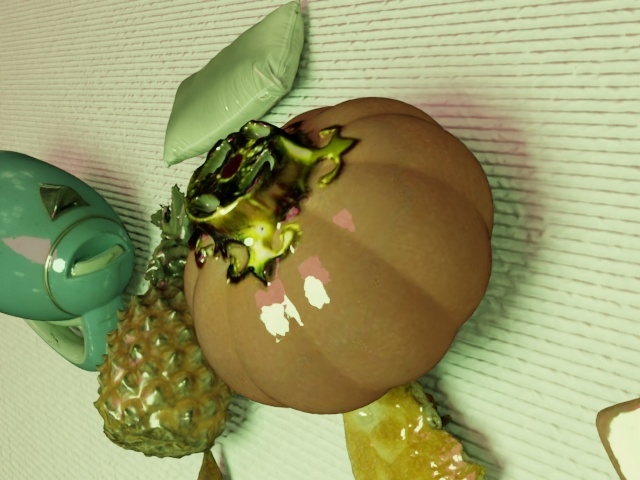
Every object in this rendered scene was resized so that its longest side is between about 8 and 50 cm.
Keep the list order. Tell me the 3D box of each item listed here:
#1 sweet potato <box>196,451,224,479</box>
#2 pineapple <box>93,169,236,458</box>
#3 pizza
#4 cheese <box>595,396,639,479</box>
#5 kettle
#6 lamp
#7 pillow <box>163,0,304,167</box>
[{"bbox_3d":[-0.131,0.358,0.938,0.065,0.051,0.218,-10,74,49],"label":"sweet potato"},{"bbox_3d":[-0.171,0.081,0.985,0.175,0.175,0.361,-22,50,43],"label":"pineapple"},{"bbox_3d":[0.082,0.206,0.733,0.134,0.056,0.271,-60,41,24],"label":"pizza"},{"bbox_3d":[0.298,0.157,0.460,0.203,0.128,0.177,-28,63,36],"label":"cheese"},{"bbox_3d":[-0.409,0.043,1.219,0.342,0.247,0.319,17,125,40],"label":"kettle"},{"bbox_3d":[0.000,0.000,0.712,0.305,0.239,0.305,-29,40,27],"label":"lamp"},{"bbox_3d":[-0.117,-0.200,1.034,0.254,0.078,0.144,-26,53,42],"label":"pillow"}]
